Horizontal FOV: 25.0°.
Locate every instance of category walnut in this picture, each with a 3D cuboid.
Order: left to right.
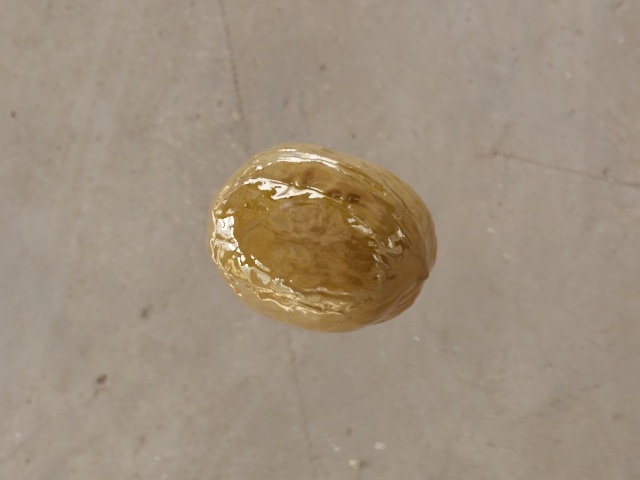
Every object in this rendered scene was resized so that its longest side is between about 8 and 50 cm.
[{"bbox_3d":[0.000,0.000,1.197,0.206,0.159,0.159,16,86,30],"label":"walnut"}]
